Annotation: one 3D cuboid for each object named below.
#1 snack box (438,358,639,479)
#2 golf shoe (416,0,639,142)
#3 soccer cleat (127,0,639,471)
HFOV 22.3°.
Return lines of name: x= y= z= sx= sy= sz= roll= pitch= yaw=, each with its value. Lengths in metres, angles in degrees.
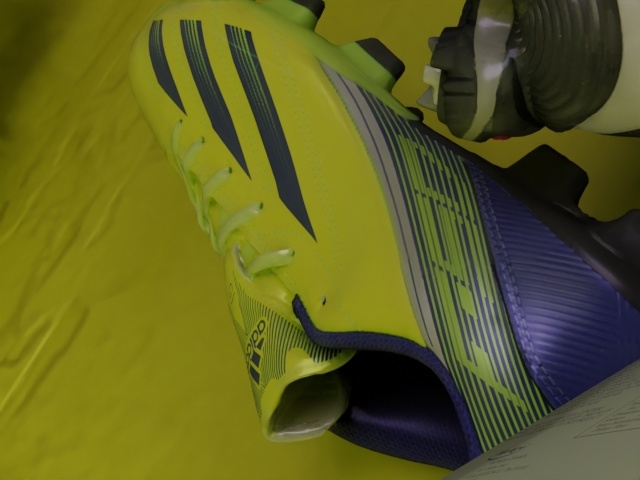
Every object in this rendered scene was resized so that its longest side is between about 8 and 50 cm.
snack box: x=0.133 y=0.040 z=0.274 sx=0.187 sy=0.060 sz=0.322 roll=-26 pitch=1 yaw=-26
golf shoe: x=0.115 y=-0.108 z=0.520 sx=0.120 sy=0.105 sz=0.273 roll=8 pitch=37 yaw=13
soccer cleat: x=0.000 y=0.000 z=0.539 sx=0.121 sy=0.093 sz=0.289 roll=-48 pitch=45 yaw=-6
